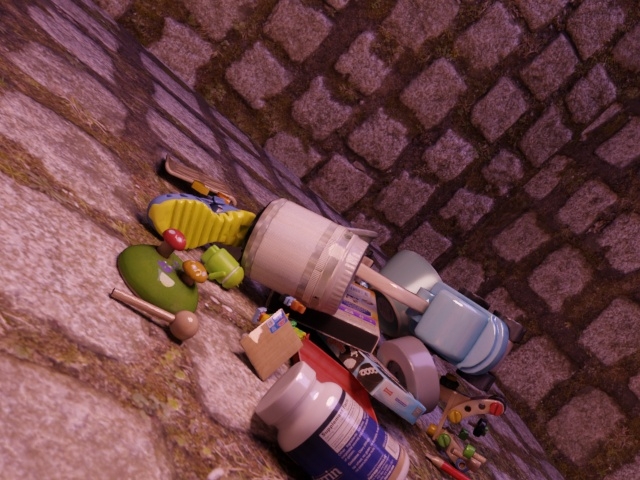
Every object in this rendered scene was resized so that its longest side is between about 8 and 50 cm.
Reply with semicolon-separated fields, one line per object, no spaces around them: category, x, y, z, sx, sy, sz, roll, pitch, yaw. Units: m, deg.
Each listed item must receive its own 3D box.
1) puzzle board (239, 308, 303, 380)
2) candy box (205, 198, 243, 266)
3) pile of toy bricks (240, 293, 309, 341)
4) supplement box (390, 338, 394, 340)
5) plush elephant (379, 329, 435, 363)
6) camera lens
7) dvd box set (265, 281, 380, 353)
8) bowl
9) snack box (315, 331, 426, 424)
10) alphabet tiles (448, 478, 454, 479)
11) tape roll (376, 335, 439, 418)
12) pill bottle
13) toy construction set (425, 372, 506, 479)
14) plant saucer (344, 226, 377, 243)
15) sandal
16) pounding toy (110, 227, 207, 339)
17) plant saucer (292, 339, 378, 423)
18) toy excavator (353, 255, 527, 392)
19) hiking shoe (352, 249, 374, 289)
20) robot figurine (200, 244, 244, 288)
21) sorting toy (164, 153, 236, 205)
puzzle board;-0.101;0.215;1.269;0.128;0.011;0.096;-37;101;-40
candy box;-0.247;-0.016;1.682;0.196;0.070;0.165;49;11;13
pile of toy bricks;-0.076;0.198;1.367;0.105;0.118;0.212;29;9;17
supplement box;0.269;0.413;2.050;0.080;0.078;0.233;43;11;-16
plush elephant;0.383;0.332;2.329;0.255;0.272;0.330;36;34;27
camera lens;-0.045;0.037;1.512;0.274;0.219;0.219;26;9;6
dvd box set;0.015;0.169;1.753;0.307;0.062;0.420;24;11;-2
bowl;0.265;0.204;1.999;0.311;0.163;0.311;47;-30;38
snack box;0.128;0.343;1.631;0.187;0.060;0.322;42;-1;-34
alphabet tiles;0.455;0.760;1.646;0.198;0.009;0.237;35;14;-46
tape roll;0.239;0.380;1.695;0.072;0.219;0.219;-10;42;-24
pill bottle;0.019;0.352;1.093;0.265;0.153;0.153;45;10;-2
toy construction set;0.372;0.535;1.772;0.237;0.257;0.309;30;30;13
plant saucer;0.000;0.000;2.156;0.400;0.101;0.400;5;-1;0
sandal;-0.300;-0.056;1.479;0.138;0.126;0.317;35;12;30
pounding toy;-0.279;0.062;1.152;0.183;0.110;0.237;41;11;-23
plant saucer;0.028;0.355;1.409;0.258;0.048;0.259;42;10;-22
toy excavator;0.304;0.193;1.737;0.445;0.222;0.433;31;3;-43
hiking shoe;0.161;0.187;2.133;0.113;0.132;0.304;45;28;-69
robot figurine;-0.230;0.065;1.448;0.115;0.067;0.101;46;12;-2
sorting toy;-0.348;-0.161;1.754;0.229;0.041;0.307;27;8;-18
